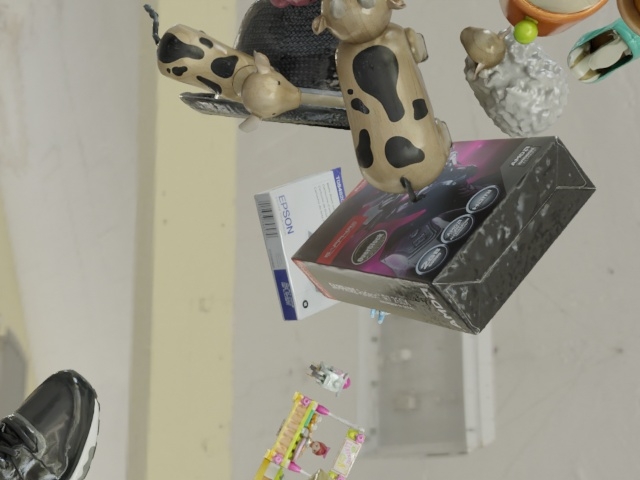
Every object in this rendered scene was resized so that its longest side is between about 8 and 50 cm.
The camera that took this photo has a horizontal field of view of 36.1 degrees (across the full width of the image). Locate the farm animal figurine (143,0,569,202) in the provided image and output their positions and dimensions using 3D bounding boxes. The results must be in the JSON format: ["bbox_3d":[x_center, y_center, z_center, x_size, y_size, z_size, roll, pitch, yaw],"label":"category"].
[{"bbox_3d":[0.025,-0.176,0.945,0.330,0.172,0.326,-32,-87,15],"label":"farm animal figurine"}]

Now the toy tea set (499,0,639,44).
[{"bbox_3d":[0.225,-0.317,0.798,0.124,0.200,0.336,71,10,-85],"label":"toy tea set"}]

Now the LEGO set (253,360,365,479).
[{"bbox_3d":[-0.024,0.307,1.291,0.132,0.107,0.287,-38,153,-80],"label":"LEGO set"}]

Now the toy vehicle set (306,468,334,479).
[{"bbox_3d":[-0.055,0.319,0.825,0.166,0.035,0.267,-44,-171,16],"label":"toy vehicle set"}]

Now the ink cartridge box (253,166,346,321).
[{"bbox_3d":[0.000,0.000,1.666,0.045,0.224,0.223,-5,-77,42],"label":"ink cartridge box"}]

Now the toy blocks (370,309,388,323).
[{"bbox_3d":[0.141,0.082,1.634,0.148,0.123,0.054,-69,147,-55],"label":"toy blocks"}]

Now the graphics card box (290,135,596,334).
[{"bbox_3d":[0.134,-0.017,1.217,0.233,0.094,0.371,-47,-158,-15],"label":"graphics card box"}]

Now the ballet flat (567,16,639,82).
[{"bbox_3d":[0.461,-0.309,1.628,0.083,0.087,0.247,56,-19,-1],"label":"ballet flat"}]

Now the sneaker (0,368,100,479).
[{"bbox_3d":[-0.332,0.244,0.966,0.107,0.124,0.283,24,-105,35],"label":"sneaker"}]

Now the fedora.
[{"bbox_3d":[-0.011,-0.215,1.198,0.334,0.334,0.152,17,-77,60],"label":"fedora"}]
